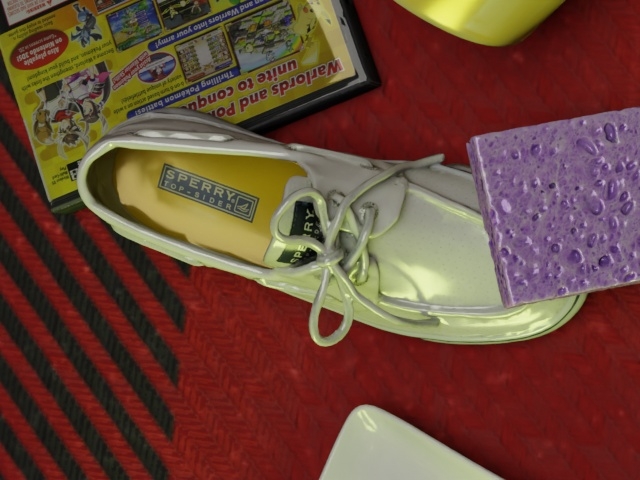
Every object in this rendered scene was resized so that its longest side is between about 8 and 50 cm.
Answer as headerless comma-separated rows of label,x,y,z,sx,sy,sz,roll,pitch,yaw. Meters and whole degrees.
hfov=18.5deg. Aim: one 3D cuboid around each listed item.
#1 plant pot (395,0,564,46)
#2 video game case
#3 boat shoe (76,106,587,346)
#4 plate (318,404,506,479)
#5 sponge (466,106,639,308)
plant pot,0.130,-0.270,1.290,0.254,0.254,0.239,43,120,16
video game case,-0.119,-0.182,1.480,0.275,0.035,0.248,-21,82,18
boat shoe,0.001,-0.009,1.351,0.367,0.156,0.135,19,104,12
plate,0.092,0.294,1.389,0.278,0.045,0.277,27,99,19
sponge,0.212,-0.030,1.310,0.210,0.031,0.117,-11,85,-6
